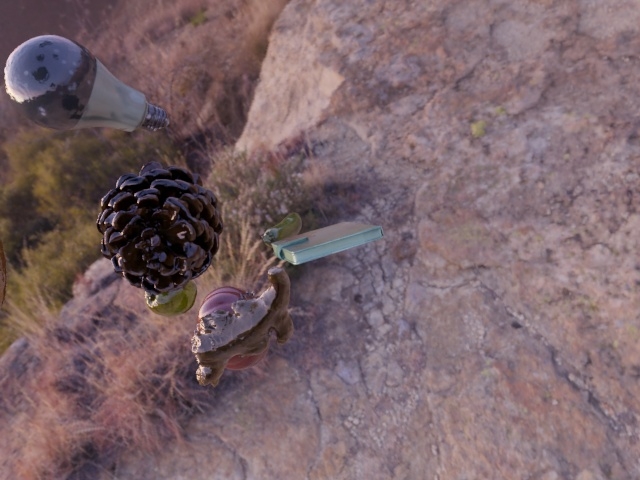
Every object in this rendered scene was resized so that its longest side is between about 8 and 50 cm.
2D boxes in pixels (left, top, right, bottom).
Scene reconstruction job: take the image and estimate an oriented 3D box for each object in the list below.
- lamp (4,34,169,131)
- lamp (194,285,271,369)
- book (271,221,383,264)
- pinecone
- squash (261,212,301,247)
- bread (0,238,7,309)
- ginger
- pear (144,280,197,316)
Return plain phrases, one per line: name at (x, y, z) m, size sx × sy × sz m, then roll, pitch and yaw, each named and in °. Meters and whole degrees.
lamp at (-0.476, -0.292, 1.278) m, size 0.181 × 0.313 × 0.182 m, roll -8°, pitch 75°, yaw 33°
lamp at (-0.233, 0.233, 1.662) m, size 0.226 × 0.227 × 0.227 m, roll -18°, pitch 38°, yaw 15°
book at (0.000, 0.000, 0.695) m, size 0.103 × 0.017 × 0.135 m, roll -17°, pitch 8°, yaw -12°
pinecone at (-0.287, -0.016, 1.126) m, size 0.224 × 0.224 × 0.272 m, roll -25°, pitch 25°, yaw 7°
squash at (-0.112, -0.027, 1.929) m, size 0.069 × 0.069 × 0.258 m, roll -12°, pitch 14°, yaw 23°
bread at (-0.242, 0.021, 0.280) m, size 0.262 × 0.162 × 0.204 m, roll -18°, pitch 36°, yaw 52°
ginger at (-0.168, 0.198, 1.394) m, size 0.333 × 0.166 × 0.080 m, roll -39°, pitch 27°, yaw 10°
pear at (-0.333, 0.118, 1.403) m, size 0.107 × 0.131 × 0.107 m, roll -2°, pitch 85°, yaw 27°
